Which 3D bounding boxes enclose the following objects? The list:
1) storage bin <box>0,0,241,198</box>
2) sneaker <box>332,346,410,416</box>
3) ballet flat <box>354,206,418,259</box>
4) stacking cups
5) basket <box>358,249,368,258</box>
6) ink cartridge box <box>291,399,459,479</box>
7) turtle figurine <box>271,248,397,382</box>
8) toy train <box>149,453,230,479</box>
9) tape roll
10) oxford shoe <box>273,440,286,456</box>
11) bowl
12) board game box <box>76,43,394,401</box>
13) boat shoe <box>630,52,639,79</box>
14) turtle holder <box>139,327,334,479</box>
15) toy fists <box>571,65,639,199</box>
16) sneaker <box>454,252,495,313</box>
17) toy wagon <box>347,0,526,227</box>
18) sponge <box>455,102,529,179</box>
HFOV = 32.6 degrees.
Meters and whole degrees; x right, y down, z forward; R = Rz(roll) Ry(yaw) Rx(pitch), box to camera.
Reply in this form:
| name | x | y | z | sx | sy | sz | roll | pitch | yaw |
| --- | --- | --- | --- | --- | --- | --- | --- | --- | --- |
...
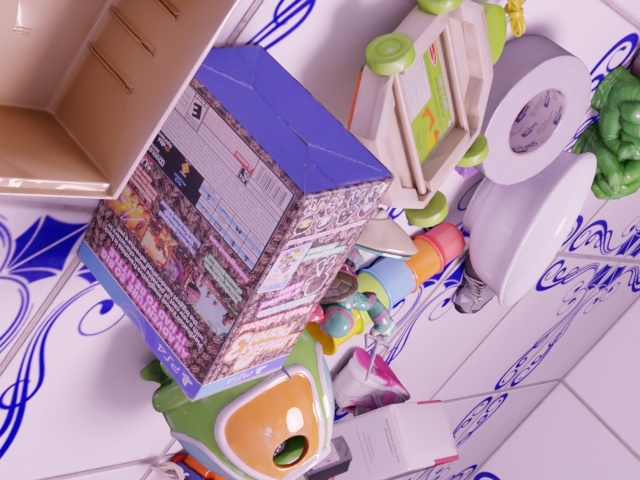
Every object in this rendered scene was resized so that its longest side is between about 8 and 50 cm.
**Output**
| name | x | y | z | sx | sy | sz | roll | pitch | yaw |
| --- | --- | --- | --- | --- | --- | --- | --- | --- | --- |
| storage bin | -0.222 | -0.173 | 0.860 | 0.262 | 0.123 | 0.260 | -53 | 154 | 22 |
| sneaker | 0.087 | 0.285 | 2.114 | 0.111 | 0.103 | 0.252 | -41 | 150 | 7 |
| ballet flat | 0.009 | -0.038 | 1.355 | 0.248 | 0.086 | 0.086 | 12 | 136 | -8 |
| stacking cups | 0.108 | 0.072 | 1.808 | 0.316 | 0.096 | 0.096 | -32 | 153 | -30 |
| basket | 0.000 | 0.000 | 1.499 | 0.167 | 0.103 | 0.113 | -52 | 153 | 21 |
| ink cartridge box | 0.078 | 0.411 | 2.106 | 0.306 | 0.131 | 0.226 | -25 | 164 | 28 |
| turtle figurine | 0.010 | 0.079 | 1.327 | 0.175 | 0.234 | 0.118 | 4 | 118 | -10 |
| toy train | -0.182 | 0.355 | 1.829 | 0.143 | 0.105 | 0.248 | -56 | 149 | -11 |
| tape roll | 0.299 | -0.192 | 1.625 | 0.219 | 0.072 | 0.219 | -26 | 139 | -26 |
| oxford shoe | -0.138 | 0.397 | 1.991 | 0.227 | 0.083 | 0.096 | -49 | 179 | 7 |
| bowl | 0.337 | -0.045 | 1.864 | 0.298 | 0.134 | 0.298 | -45 | 155 | -28 |
| board game box | -0.100 | -0.022 | 1.158 | 0.141 | 0.232 | 0.291 | -14 | 144 | -47 |
| boat shoe | 0.647 | -0.306 | 1.983 | 0.130 | 0.132 | 0.355 | -51 | 165 | -7 |
| turtle holder | -0.110 | 0.226 | 1.516 | 0.243 | 0.227 | 0.320 | -33 | -179 | -39 |
| toy fists | 0.543 | -0.178 | 1.983 | 0.096 | 0.142 | 0.279 | -31 | 153 | -24 |
| sneaker | 0.306 | 0.094 | 2.141 | 0.132 | 0.086 | 0.229 | -47 | 156 | 15 |
| toy wagon | 0.154 | -0.194 | 1.366 | 0.344 | 0.068 | 0.267 | -52 | 143 | -31 |
| sponge | 0.299 | -0.191 | 1.728 | 0.210 | 0.031 | 0.117 | -37 | 154 | -11 |
